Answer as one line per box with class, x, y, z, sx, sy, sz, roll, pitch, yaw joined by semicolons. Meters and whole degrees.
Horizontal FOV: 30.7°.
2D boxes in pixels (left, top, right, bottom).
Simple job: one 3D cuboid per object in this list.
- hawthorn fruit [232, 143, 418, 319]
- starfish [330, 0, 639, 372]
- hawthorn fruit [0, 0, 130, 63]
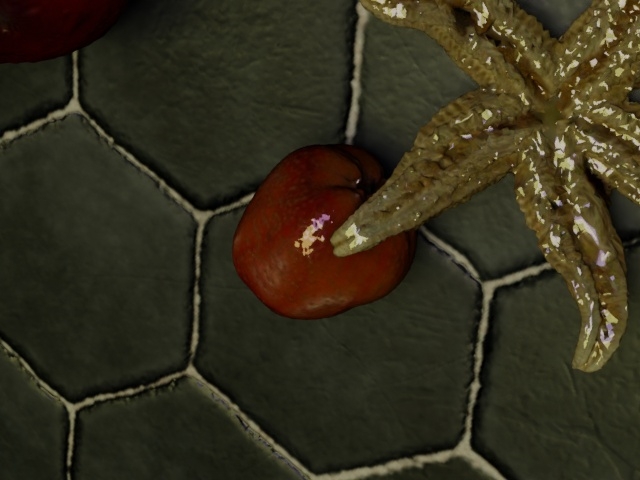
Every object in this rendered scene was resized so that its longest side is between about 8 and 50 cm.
hawthorn fruit;0.000;0.000;0.887;0.133;0.133;0.138;50;121;2
starfish;0.166;-0.087;0.806;0.375;0.094;0.327;32;102;-4
hawthorn fruit;-0.213;-0.238;0.848;0.266;0.210;0.230;23;102;54
